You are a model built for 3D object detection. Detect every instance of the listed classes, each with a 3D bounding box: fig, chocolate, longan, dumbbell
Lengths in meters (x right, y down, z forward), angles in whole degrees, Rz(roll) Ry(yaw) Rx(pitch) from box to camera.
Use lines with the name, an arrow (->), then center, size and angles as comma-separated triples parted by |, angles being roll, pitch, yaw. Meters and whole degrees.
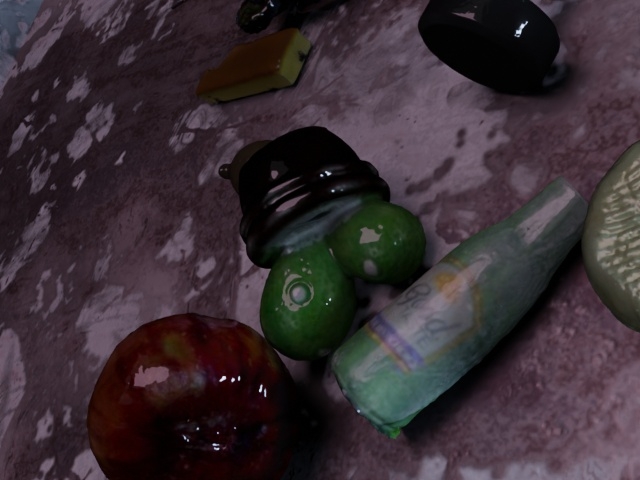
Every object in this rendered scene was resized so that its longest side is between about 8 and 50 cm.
fig -> -0.137, 0.188, 0.953 | 0.263, 0.224, 0.224 | 115, 169, -63
chocolate -> 0.141, 0.058, 0.841 | 0.291, 0.110, 0.110 | -45, 38, 12
longan -> -0.078, -0.087, 1.180 | 0.119, 0.106, 0.106 | 4, 63, 15
dumbbell -> 0.221, -0.290, 0.960 | 0.152, 0.152, 0.218 | 20, 79, 53

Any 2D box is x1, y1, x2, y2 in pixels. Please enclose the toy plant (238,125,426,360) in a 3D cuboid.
toy plant -> 0.000, 0.000, 0.994 | 0.218, 0.175, 0.235 | -34, 67, 18

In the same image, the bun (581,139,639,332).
bun -> 0.308, -0.005, 0.679 | 0.195, 0.118, 0.195 | -27, 50, 39

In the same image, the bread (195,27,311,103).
bread -> -0.113, -0.278, 1.410 | 0.226, 0.049, 0.088 | -1, 63, 49

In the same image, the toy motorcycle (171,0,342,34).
toy motorcycle -> -0.067, -0.432, 1.405 | 0.401, 0.134, 0.207 | -25, 47, 33
